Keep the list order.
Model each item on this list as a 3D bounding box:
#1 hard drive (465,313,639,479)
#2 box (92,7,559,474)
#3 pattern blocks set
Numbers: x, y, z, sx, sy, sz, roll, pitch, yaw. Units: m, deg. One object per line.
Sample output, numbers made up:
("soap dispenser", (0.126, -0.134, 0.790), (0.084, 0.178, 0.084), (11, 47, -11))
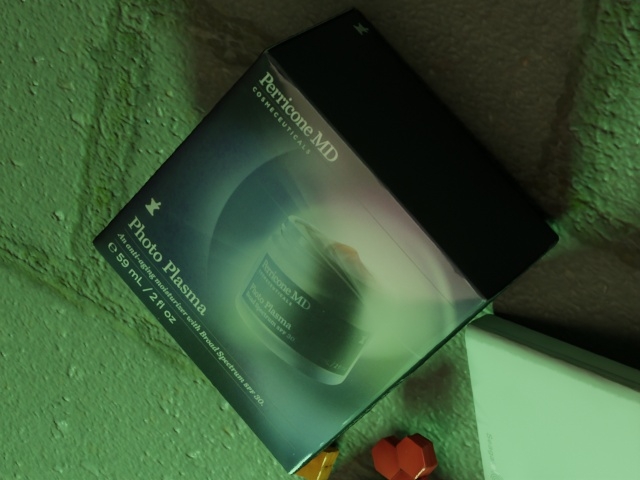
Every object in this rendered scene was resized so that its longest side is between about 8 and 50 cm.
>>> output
("hard drive", (0.259, 0.200, 1.767), (0.307, 0.040, 0.203), (20, 127, 49))
("box", (0.000, 0.000, 1.784), (0.296, 0.183, 0.294), (48, 123, 5))
("pattern blocks set", (0.044, 0.342, 2.019), (0.325, 0.026, 0.285), (-19, 86, 51))
